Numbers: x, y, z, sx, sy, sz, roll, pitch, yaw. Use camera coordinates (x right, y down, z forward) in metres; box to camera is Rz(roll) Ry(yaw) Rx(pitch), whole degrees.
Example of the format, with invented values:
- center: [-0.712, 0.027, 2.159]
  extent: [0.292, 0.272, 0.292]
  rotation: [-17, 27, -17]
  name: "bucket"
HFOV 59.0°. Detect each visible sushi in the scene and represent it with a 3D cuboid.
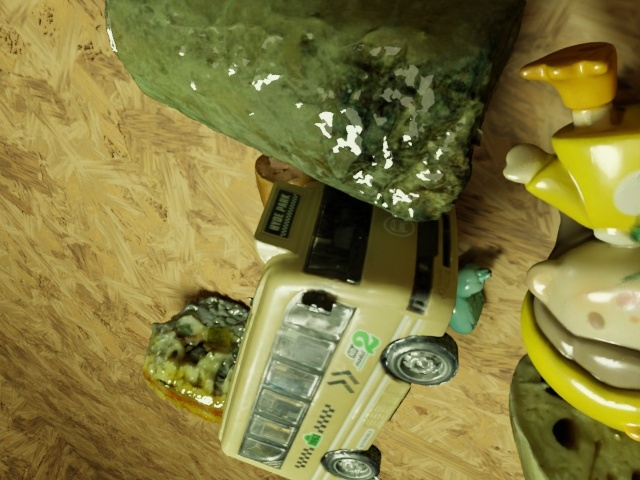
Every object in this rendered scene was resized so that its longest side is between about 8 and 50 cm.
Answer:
- center: [-0.170, 0.211, 0.973]
  extent: [0.274, 0.184, 0.139]
  rotation: [23, 145, 7]
  name: "sushi"

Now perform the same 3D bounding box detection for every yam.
- center: [0.001, -0.149, 0.460]
  extent: [0.300, 0.195, 0.195]
  rotation: [26, 141, 12]
  name: "yam"

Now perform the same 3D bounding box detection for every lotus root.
- center: [0.342, 0.284, 0.640]
  extent: [0.251, 0.250, 0.345]
  rotation: [7, 133, 30]
  name: "lotus root"

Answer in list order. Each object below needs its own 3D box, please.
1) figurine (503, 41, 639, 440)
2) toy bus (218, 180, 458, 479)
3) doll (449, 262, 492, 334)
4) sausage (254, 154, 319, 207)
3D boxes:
- center: [0.268, 0.009, 0.454]
  extent: [0.215, 0.187, 0.343]
  rotation: [12, 130, 40]
  name: "figurine"
- center: [0.008, 0.109, 0.601]
  extent: [0.202, 0.176, 0.365]
  rotation: [17, 132, -3]
  name: "toy bus"
- center: [0.122, 0.033, 0.673]
  extent: [0.160, 0.059, 0.158]
  rotation: [21, 141, 19]
  name: "doll"
- center: [-0.002, 0.001, 0.688]
  extent: [0.109, 0.109, 0.270]
  rotation: [6, 133, 31]
  name: "sausage"
